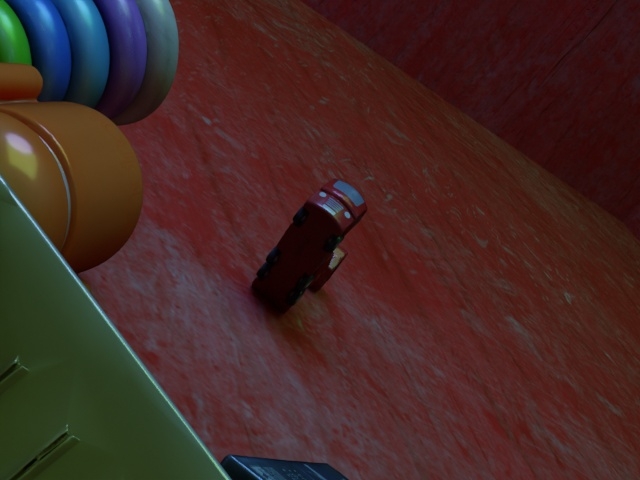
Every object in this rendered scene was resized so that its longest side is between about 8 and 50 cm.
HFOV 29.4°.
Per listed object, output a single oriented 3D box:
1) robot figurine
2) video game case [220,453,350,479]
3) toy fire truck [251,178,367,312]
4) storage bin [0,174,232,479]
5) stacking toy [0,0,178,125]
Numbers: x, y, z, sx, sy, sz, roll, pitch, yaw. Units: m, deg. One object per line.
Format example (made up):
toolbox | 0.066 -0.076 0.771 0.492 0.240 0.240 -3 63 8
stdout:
robot figurine | -0.203 -0.032 0.821 0.128 0.158 0.219 23 14 12
video game case | 0.047 0.202 0.751 0.196 0.026 0.274 36 -3 16
toy fire truck | 0.000 0.000 1.151 0.047 0.192 0.135 40 45 6
storage bin | -0.142 0.073 0.421 0.262 0.123 0.260 51 0 14
stacking toy | -0.262 -0.136 0.894 0.141 0.141 0.330 46 35 20
